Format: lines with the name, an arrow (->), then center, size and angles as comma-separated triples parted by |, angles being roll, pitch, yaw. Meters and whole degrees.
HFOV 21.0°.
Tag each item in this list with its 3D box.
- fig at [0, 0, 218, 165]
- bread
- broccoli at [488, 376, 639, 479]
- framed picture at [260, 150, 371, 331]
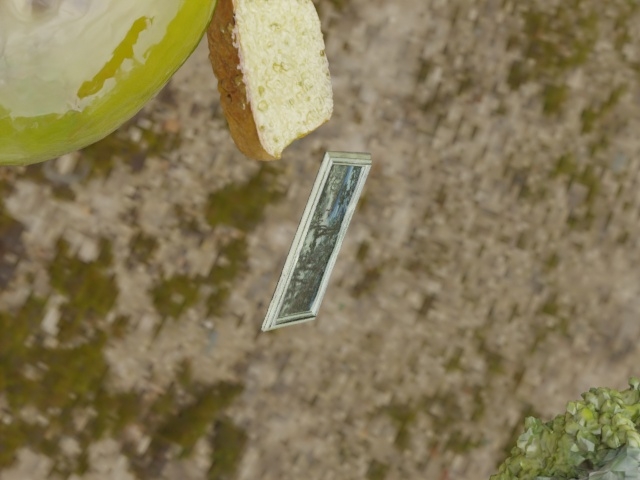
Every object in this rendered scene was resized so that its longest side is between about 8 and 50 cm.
fig -> -0.220, -0.210, 1.185 | 0.343, 0.343, 0.343 | -24, 125, -40
bread -> -0.049, -0.168, 1.611 | 0.103, 0.065, 0.187 | -22, 113, -30
broccoli -> 0.200, 0.204, 1.182 | 0.198, 0.226, 0.176 | 30, 58, -11
framed picture -> 0.000, 0.000, 1.678 | 0.183, 0.011, 0.142 | -70, 163, 8
